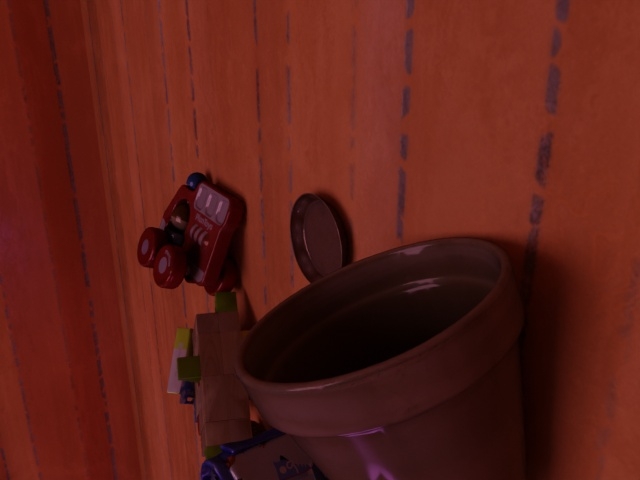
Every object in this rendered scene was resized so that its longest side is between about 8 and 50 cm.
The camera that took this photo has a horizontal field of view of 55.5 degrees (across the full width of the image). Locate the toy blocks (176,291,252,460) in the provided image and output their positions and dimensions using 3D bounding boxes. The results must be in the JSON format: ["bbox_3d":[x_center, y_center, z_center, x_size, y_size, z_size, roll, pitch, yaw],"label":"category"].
[{"bbox_3d":[-0.237,0.347,1.411,0.261,0.191,0.381,116,147,-59],"label":"toy blocks"}]

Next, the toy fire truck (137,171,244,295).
[{"bbox_3d":[-0.293,-0.023,1.434,0.302,0.169,0.253,32,104,50],"label":"toy fire truck"}]

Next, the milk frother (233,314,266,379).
[{"bbox_3d":[-0.075,0.215,1.194,0.135,0.129,0.143,3,73,24],"label":"milk frother"}]

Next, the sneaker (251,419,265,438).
[{"bbox_3d":[-0.156,0.530,1.467,0.084,0.070,0.185,-44,61,55],"label":"sneaker"}]

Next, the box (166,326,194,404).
[{"bbox_3d":[-0.326,0.311,1.502,0.109,0.042,0.178,48,-133,-68],"label":"box"}]

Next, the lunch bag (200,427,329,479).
[{"bbox_3d":[0.000,0.447,0.911,0.239,0.328,0.385,6,104,54],"label":"lunch bag"}]

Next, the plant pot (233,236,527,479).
[{"bbox_3d":[0.101,0.190,0.708,0.323,0.323,0.280,2,118,59],"label":"plant pot"}]

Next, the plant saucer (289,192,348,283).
[{"bbox_3d":[0.000,0.000,1.043,0.168,0.029,0.168,31,127,53],"label":"plant saucer"}]
